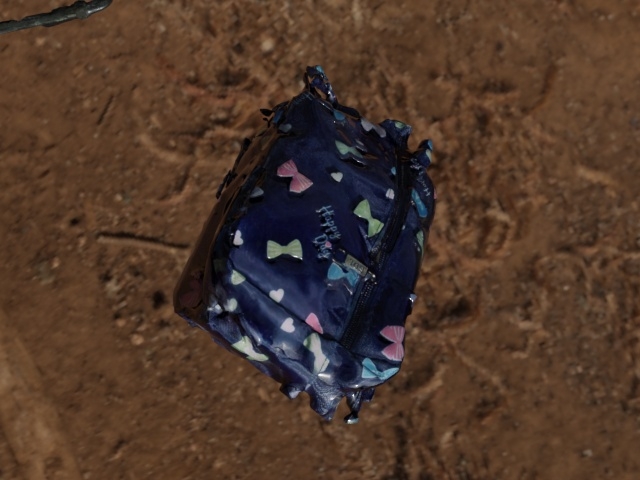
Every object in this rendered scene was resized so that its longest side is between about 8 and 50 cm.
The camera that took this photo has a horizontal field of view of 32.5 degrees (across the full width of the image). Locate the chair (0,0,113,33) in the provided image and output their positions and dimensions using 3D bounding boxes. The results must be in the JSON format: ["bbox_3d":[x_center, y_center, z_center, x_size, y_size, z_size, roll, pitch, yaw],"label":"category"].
[{"bbox_3d":[-0.205,-0.236,0.728,0.221,0.145,0.140,-87,169,-60],"label":"chair"}]

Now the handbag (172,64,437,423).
[{"bbox_3d":[0.000,0.000,0.779,0.162,0.113,0.260,32,43,-14],"label":"handbag"}]
